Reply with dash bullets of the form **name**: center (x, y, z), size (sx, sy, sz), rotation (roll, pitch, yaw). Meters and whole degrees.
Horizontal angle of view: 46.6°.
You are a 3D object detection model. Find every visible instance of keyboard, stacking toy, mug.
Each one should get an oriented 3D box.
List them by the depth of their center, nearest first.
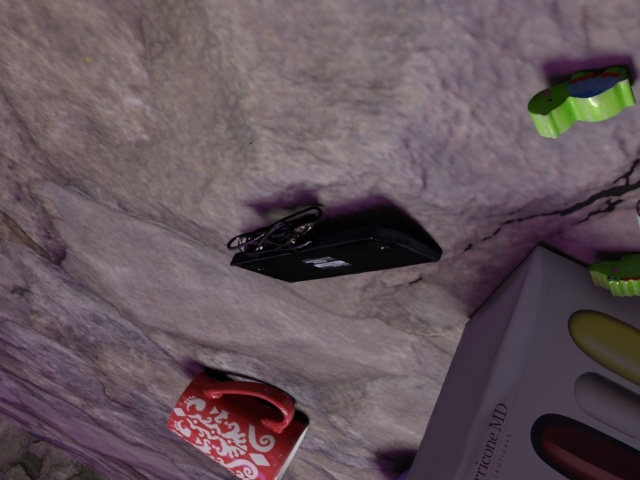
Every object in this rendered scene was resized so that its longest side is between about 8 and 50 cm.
- **stacking toy**: center (0.225, -0.013, 0.366), size (0.221, 0.052, 0.167), rotation (3, 141, 38)
- **keyboard**: center (0.000, 0.000, 0.610), size (0.100, 0.038, 0.192), rotation (21, 159, -37)
- **mug**: center (-0.108, 0.248, 1.030), size (0.169, 0.150, 0.113), rotation (28, -173, 9)

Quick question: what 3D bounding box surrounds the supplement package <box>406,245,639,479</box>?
- **supplement package**: center (0.185, 0.150, 0.508), size (0.203, 0.194, 0.149), rotation (26, 150, 4)

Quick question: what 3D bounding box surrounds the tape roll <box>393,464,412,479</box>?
- **tape roll**: center (0.171, 0.423, 0.939), size (0.275, 0.090, 0.274), rotation (43, 151, 31)
